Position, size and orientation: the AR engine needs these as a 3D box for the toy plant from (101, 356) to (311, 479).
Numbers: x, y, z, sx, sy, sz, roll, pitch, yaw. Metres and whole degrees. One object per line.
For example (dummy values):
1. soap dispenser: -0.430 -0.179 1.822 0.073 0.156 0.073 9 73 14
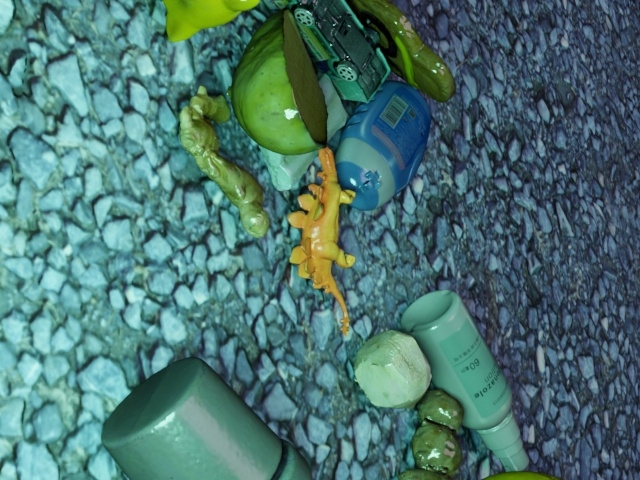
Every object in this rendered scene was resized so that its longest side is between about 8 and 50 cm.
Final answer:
1. toy plant: -0.082 0.328 1.374 0.185 0.279 0.400 -38 108 -10

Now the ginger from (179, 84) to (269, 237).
1. ginger: -0.133 -0.106 1.556 0.176 0.052 0.193 22 49 -54

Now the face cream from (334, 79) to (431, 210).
1. face cream: 0.096 -0.144 1.853 0.149 0.083 0.264 53 41 -19

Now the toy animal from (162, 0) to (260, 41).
1. toy animal: -0.176 -0.380 1.501 0.230 0.156 0.156 60 39 -20

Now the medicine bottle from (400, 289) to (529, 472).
1. medicine bottle: 0.255 0.245 1.928 0.352 0.110 0.110 59 39 -24

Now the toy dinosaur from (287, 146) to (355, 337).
1. toy dinosaur: 0.000 0.000 1.690 0.117 0.070 0.288 -1 90 -54

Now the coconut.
1. coconut: 0.111 0.203 1.750 0.124 0.110 0.110 60 39 -13

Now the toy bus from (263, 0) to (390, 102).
1. toy bus: 0.007 -0.320 1.760 0.091 0.109 0.261 -56 128 -21

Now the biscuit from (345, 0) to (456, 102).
1. biscuit: 0.102 -0.322 1.832 0.290 0.041 0.208 45 -6 22

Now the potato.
1. potato: -0.066 -0.203 1.609 0.271 0.111 0.160 -95 163 -56

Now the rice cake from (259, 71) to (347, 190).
1. rice cake: -0.024 -0.164 1.733 0.085 0.040 0.226 61 38 -23

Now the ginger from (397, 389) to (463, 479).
1. ginger: 0.179 0.330 1.825 0.104 0.080 0.204 35 54 -27

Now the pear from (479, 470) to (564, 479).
1. pear: 0.294 0.505 1.794 0.336 0.285 0.285 -10 88 -25
